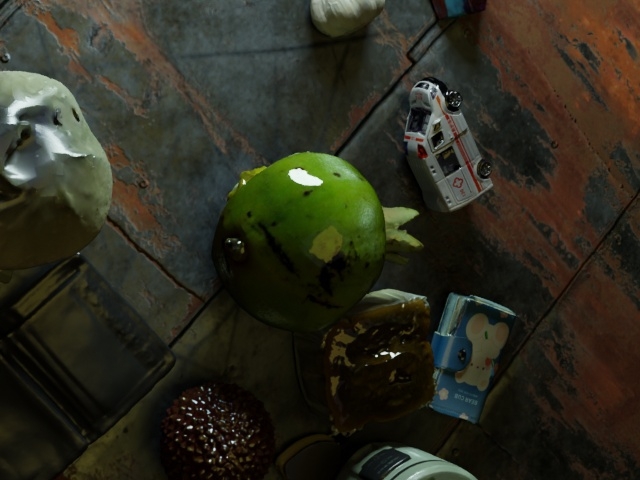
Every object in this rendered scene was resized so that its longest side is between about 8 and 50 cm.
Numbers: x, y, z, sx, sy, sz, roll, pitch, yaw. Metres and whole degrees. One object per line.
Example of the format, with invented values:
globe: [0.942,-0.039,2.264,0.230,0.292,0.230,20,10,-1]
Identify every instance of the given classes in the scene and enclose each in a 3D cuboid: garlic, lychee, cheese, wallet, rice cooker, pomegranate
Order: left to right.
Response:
wallet: [-0.387,0.193,1.640,0.323,0.041,0.247,-43,113,-12]
lychee: [-0.147,0.294,1.706,0.188,0.188,0.188,-4,99,-27]
pomegranate: [0.000,0.000,1.709,0.341,0.260,0.260,-3,98,-30]
cheese: [0.008,0.329,1.866,0.162,0.036,0.086,-37,109,-18]
garlic: [0.040,-0.351,1.769,0.113,0.074,0.094,-30,120,-5]
rice cooker: [0.137,0.430,1.829,0.226,0.244,0.226,-4,99,-26]
wallet: [0.238,0.192,1.955,0.141,0.059,0.202,20,89,-35]

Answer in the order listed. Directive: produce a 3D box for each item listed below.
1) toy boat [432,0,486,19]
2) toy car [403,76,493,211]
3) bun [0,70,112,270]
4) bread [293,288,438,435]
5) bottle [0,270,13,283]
toy boat: [0.197,-0.541,1.828,0.136,0.079,0.392,-19,108,-26]
toy car: [0.186,-0.150,1.864,0.108,0.089,0.209,-33,114,-14]
bun: [-0.399,-0.089,1.511,0.273,0.168,0.273,4,81,-24]
bread: [0.077,0.187,1.841,0.210,0.110,0.192,-13,104,-25]
bottle: [-0.421,0.006,1.597,0.063,0.047,0.101,32,77,-50]
